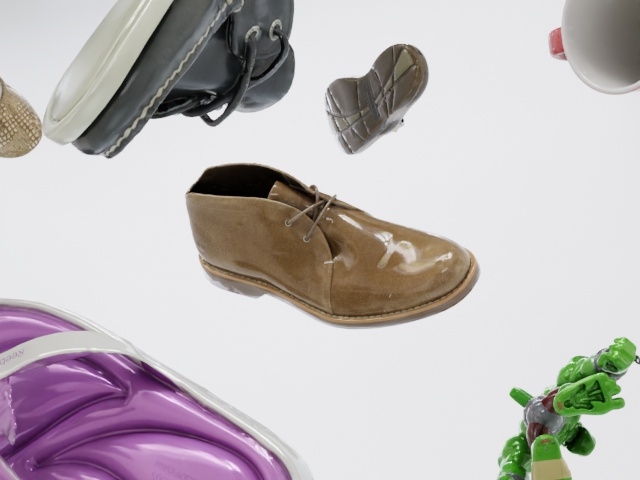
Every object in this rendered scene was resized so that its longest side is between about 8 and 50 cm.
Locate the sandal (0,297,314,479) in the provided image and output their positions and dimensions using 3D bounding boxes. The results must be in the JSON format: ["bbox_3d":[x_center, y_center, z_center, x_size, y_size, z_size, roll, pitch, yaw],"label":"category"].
[{"bbox_3d":[-0.192,0.137,1.238,0.102,0.416,0.169,39,68,-63],"label":"sandal"}]

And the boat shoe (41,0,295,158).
[{"bbox_3d":[-0.062,-0.130,0.980,0.113,0.127,0.340,42,27,-15],"label":"boat shoe"}]

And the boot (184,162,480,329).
[{"bbox_3d":[0.000,0.000,1.510,0.112,0.305,0.115,-55,140,-36],"label":"boot"}]

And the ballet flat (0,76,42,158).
[{"bbox_3d":[-0.319,-0.138,1.337,0.073,0.206,0.067,-55,168,-25],"label":"ballet flat"}]

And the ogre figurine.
[{"bbox_3d":[0.225,0.172,1.550,0.118,0.096,0.197,-113,-140,-86],"label":"ogre figurine"}]

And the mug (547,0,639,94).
[{"bbox_3d":[0.286,-0.182,1.364,0.150,0.169,0.113,33,-65,43],"label":"mug"}]

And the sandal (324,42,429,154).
[{"bbox_3d":[0.068,-0.155,1.773,0.219,0.060,0.090,-37,-116,58],"label":"sandal"}]
